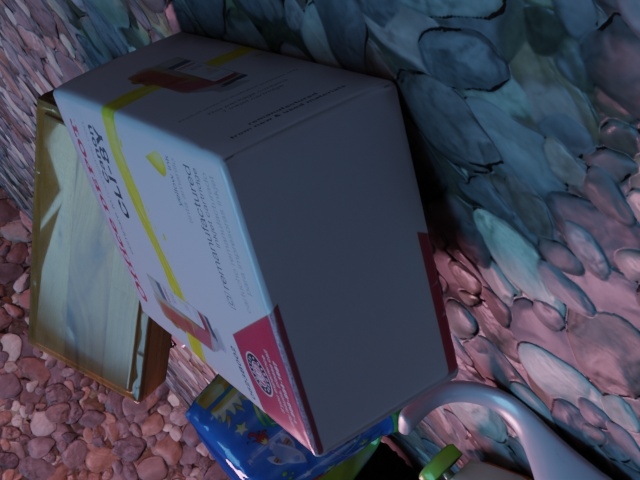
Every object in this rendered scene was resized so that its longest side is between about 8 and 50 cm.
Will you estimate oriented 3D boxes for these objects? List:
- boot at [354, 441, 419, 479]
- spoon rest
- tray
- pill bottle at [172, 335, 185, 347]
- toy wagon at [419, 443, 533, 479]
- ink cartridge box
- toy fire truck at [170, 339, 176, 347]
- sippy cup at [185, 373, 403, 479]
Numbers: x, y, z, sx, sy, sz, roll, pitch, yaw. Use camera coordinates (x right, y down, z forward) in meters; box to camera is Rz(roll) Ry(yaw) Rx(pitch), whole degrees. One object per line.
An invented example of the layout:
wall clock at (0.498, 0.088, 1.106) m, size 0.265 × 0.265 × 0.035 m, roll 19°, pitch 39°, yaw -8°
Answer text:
boot at (0.086, 0.458, 1.472) m, size 0.348 × 0.131 × 0.260 m, roll 37°, pitch 135°, yaw 30°
spoon rest at (0.210, 0.216, 0.955) m, size 0.276 × 0.084 × 0.137 m, roll 30°, pitch 159°, yaw 17°
tray at (-0.292, 0.014, 1.364) m, size 0.203 × 0.076 × 0.410 m, roll 25°, pitch 126°, yaw 17°
pill bottle at (-0.252, 0.006, 1.491) m, size 0.301 × 0.169 × 0.169 m, roll 51°, pitch 163°, yaw -4°
toy wagon at (0.207, 0.388, 1.191) m, size 0.267 × 0.068 × 0.344 m, roll 45°, pitch 150°, yaw 17°
ink cartridge box at (-0.073, -0.020, 0.930) m, size 0.385 × 0.160 × 0.279 m, roll 27°, pitch 139°, yaw 55°
toy fire truck at (-0.274, 0.054, 1.713) m, size 0.217 × 0.158 × 0.246 m, roll 48°, pitch 151°, yaw 11°
sippy cup at (-0.040, 0.212, 1.291) m, size 0.305 × 0.224 × 0.240 m, roll 52°, pitch 162°, yaw -4°
